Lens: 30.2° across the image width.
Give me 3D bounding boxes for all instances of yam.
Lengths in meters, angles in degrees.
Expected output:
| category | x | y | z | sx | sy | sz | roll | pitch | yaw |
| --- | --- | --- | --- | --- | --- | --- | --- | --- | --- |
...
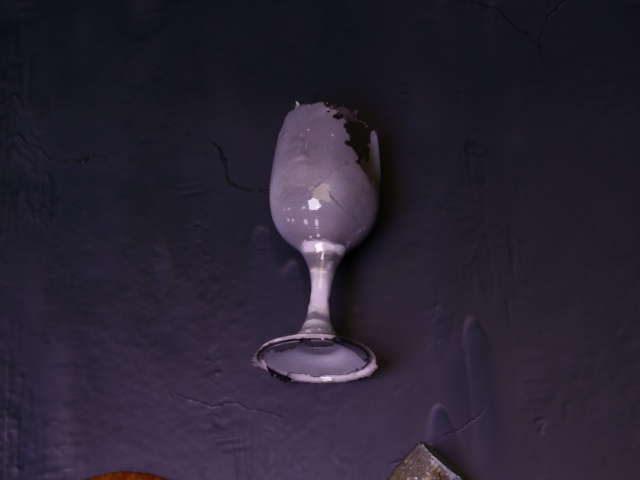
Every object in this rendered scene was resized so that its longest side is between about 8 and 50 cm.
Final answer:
| category | x | y | z | sx | sy | sz | roll | pitch | yaw |
| --- | --- | --- | --- | --- | --- | --- | --- | --- | --- |
| yam | 0.082 | 0.294 | 1.241 | 0.078 | 0.078 | 0.179 | 35 | 74 | 21 |

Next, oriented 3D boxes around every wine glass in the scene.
| category | x | y | z | sx | sy | sz | roll | pitch | yaw |
| --- | --- | --- | --- | --- | --- | --- | --- | --- | --- |
| wine glass | 0.000 | 0.000 | 1.353 | 0.143 | 0.143 | 0.321 | -2 | 66 | 8 |

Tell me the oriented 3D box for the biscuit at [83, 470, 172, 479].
| category | x | y | z | sx | sy | sz | roll | pitch | yaw |
| --- | --- | --- | --- | --- | --- | --- | --- | --- | --- |
| biscuit | -0.220 | 0.394 | 1.261 | 0.305 | 0.038 | 0.305 | -3 | 65 | 7 |
